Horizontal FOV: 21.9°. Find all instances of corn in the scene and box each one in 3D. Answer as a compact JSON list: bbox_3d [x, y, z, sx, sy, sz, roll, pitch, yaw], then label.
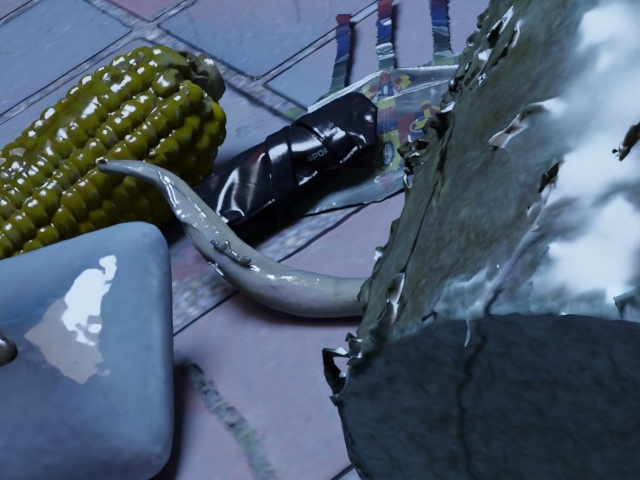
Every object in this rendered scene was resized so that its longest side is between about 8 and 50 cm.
[{"bbox_3d":[-0.178,-0.001,0.938,0.320,0.097,0.097,-39,31,-14],"label":"corn"}]

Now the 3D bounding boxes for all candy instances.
[{"bbox_3d":[-0.153,0.068,0.811,0.174,0.071,0.138,-16,57,19],"label":"candy"}]

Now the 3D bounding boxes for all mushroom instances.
[{"bbox_3d":[0.002,0.002,0.818,0.306,0.043,0.068,5,62,35],"label":"mushroom"}]

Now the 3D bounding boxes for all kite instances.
[{"bbox_3d":[0.040,-0.095,0.987,0.141,0.015,0.245,-17,32,14],"label":"kite"}]

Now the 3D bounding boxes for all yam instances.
[{"bbox_3d":[0.158,-0.025,0.584,0.241,0.241,0.348,-5,38,34],"label":"yam"}]

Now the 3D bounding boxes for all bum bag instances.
[{"bbox_3d":[-0.021,-0.042,0.918,0.124,0.034,0.058,-35,36,-2],"label":"bum bag"}]

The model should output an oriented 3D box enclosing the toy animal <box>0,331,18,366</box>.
[{"bbox_3d":[-0.221,0.141,0.670,0.121,0.168,0.233,41,55,12],"label":"toy animal"}]
